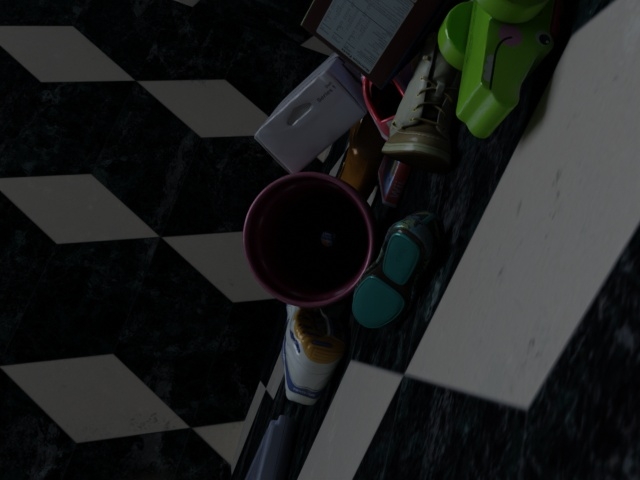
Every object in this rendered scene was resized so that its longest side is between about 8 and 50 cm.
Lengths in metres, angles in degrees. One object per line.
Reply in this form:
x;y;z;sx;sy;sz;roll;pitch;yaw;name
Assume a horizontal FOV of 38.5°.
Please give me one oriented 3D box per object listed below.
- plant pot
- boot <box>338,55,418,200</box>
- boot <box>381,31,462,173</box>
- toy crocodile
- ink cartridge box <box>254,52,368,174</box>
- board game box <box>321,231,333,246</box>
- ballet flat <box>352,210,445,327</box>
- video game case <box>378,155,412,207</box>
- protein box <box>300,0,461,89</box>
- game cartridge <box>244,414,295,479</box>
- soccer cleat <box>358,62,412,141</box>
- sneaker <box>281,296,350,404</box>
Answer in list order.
0.000;0.000;1.416;0.180;0.201;0.201;3;-74;-78;plant pot
0.092;-0.217;1.653;0.211;0.104;0.295;111;174;-48;boot
0.135;-0.167;1.092;0.213;0.077;0.165;-105;36;-83;boot
0.178;-0.246;0.818;0.115;0.105;0.340;118;165;-63;toy crocodile
0.001;-0.211;1.440;0.160;0.092;0.219;-39;12;24;ink cartridge box
-0.008;0.063;2.133;0.201;0.035;0.136;-92;21;-78;board game box
0.088;0.032;0.991;0.188;0.070;0.070;118;170;-55;ballet flat
0.150;-0.207;1.391;0.204;0.025;0.285;-85;15;-72;video game case
0.113;-0.336;1.142;0.200;0.136;0.201;-49;-3;-39;protein box
-0.116;0.472;1.630;0.196;0.060;0.294;-71;2;-50;game cartridge
0.086;-0.235;1.283;0.095;0.083;0.248;37;-149;-55;soccer cleat
-0.022;0.145;1.468;0.296;0.112;0.130;-79;9;-67;sneaker
